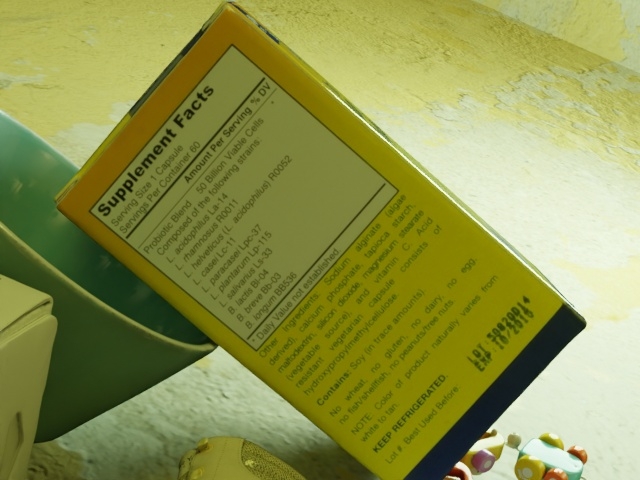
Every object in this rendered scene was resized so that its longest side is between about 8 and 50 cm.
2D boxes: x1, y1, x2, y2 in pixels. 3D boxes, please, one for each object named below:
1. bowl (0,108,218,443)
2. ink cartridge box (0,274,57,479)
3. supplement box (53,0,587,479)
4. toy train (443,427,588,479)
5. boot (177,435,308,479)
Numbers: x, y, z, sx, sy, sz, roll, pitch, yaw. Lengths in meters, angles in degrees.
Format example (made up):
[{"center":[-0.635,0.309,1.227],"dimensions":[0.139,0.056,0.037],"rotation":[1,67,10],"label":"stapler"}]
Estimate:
[{"center":[-0.242,0.032,0.972],"dimensions":[0.311,0.163,0.311],"rotation":[42,6,-5],"label":"bowl"},{"center":[-0.326,0.090,0.819],"dimensions":[0.278,0.201,0.117],"rotation":[22,25,12],"label":"ink cartridge box"},{"center":[0.000,0.000,1.031],"dimensions":[0.356,0.194,0.195],"rotation":[41,7,-9],"label":"supplement box"},{"center":[0.151,0.202,1.081],"dimensions":[0.166,0.046,0.125],"rotation":[7,26,-12],"label":"toy train"},{"center":[-0.107,0.199,0.846],"dimensions":[0.261,0.095,0.203],"rotation":[16,24,-9],"label":"boot"}]
